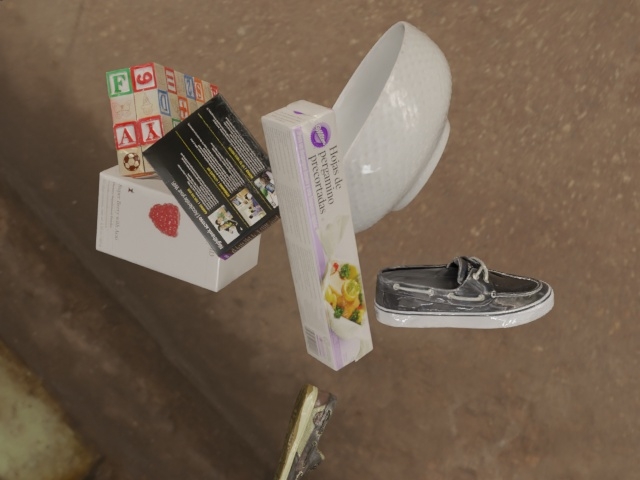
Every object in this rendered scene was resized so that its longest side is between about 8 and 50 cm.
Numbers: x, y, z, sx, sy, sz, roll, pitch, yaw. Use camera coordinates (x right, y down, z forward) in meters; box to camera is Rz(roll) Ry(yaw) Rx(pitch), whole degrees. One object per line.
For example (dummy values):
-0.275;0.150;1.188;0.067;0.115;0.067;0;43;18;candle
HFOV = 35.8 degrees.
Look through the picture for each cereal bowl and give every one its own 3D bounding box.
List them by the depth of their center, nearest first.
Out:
0.092;-0.147;1.477;0.141;0.339;0.339;29;122;-12;cereal bowl

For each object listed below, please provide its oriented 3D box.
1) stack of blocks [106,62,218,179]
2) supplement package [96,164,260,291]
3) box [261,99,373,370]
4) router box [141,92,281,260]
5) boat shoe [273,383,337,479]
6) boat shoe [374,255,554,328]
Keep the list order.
-0.254;-0.194;1.709;0.087;0.297;0.171;-9;90;15;stack of blocks
-0.283;-0.043;2.009;0.292;0.175;0.178;17;115;20;supplement package
0.000;0.000;1.161;0.067;0.063;0.324;24;132;48;box
-0.130;-0.084;1.308;0.133;0.046;0.179;-37;82;1;router box
-0.027;0.358;1.678;0.073;0.080;0.224;17;86;-7;boat shoe
0.239;0.076;1.629;0.301;0.108;0.102;-1;118;-1;boat shoe
